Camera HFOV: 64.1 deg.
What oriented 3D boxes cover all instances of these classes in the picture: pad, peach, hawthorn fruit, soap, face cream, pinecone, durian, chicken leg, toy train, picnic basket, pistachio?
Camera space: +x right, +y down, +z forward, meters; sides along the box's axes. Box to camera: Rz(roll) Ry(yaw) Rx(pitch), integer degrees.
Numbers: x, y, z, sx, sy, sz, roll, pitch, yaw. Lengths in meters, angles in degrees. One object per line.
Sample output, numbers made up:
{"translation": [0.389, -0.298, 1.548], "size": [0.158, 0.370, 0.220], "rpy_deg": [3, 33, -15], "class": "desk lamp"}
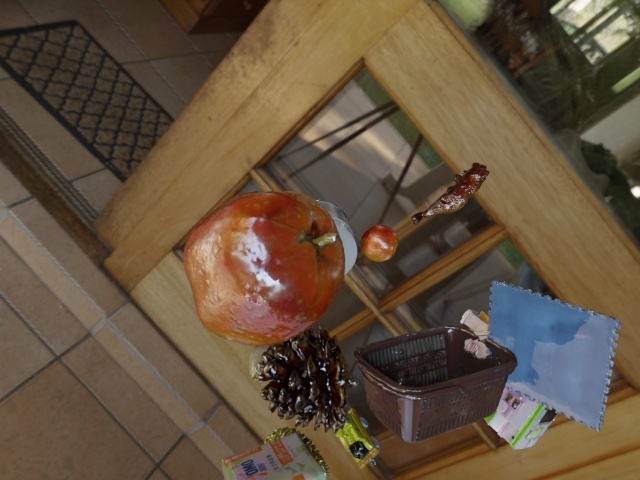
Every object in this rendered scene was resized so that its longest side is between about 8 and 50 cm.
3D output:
{"translation": [0.469, 0.235, 1.072], "size": [0.012, 0.269, 0.270], "rpy_deg": [-22, 120, -37], "class": "pad"}
{"translation": [0.149, 0.005, 1.317], "size": [0.100, 0.100, 0.101], "rpy_deg": [33, 36, -28], "class": "peach"}
{"translation": [-0.084, 0.039, 0.887], "size": [0.275, 0.299, 0.276], "rpy_deg": [23, 57, -42], "class": "hawthorn fruit"}
{"translation": [-0.088, 0.515, 1.038], "size": [0.182, 0.199, 0.139], "rpy_deg": [-14, 100, -20], "class": "soap"}
{"translation": [0.000, 0.000, 1.356], "size": [0.177, 0.177, 0.153], "rpy_deg": [37, 19, -23], "class": "face cream"}
{"translation": [-0.043, 0.387, 1.451], "size": [0.242, 0.295, 0.299], "rpy_deg": [2, 89, -65], "class": "pinecone"}
{"translation": [-0.078, 0.660, 1.566], "size": [0.252, 0.139, 0.144], "rpy_deg": [43, 2, -31], "class": "durian"}
{"translation": [0.302, -0.103, 1.155], "size": [0.048, 0.219, 0.089], "rpy_deg": [53, -16, -23], "class": "chicken leg"}
{"translation": [0.107, 0.637, 1.662], "size": [0.127, 0.089, 0.219], "rpy_deg": [34, 12, -40], "class": "toy train"}
{"translation": [0.216, 0.277, 1.001], "size": [0.296, 0.129, 0.222], "rpy_deg": [-7, 17, -27], "class": "picnic basket"}
{"translation": [-0.180, 0.387, 1.615], "size": [0.113, 0.113, 0.149], "rpy_deg": [47, 23, -8], "class": "pistachio"}

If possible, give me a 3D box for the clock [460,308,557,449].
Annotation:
{"translation": [0.460, 0.323, 1.298], "size": [0.166, 0.235, 0.309], "rpy_deg": [18, 17, -46], "class": "clock"}
